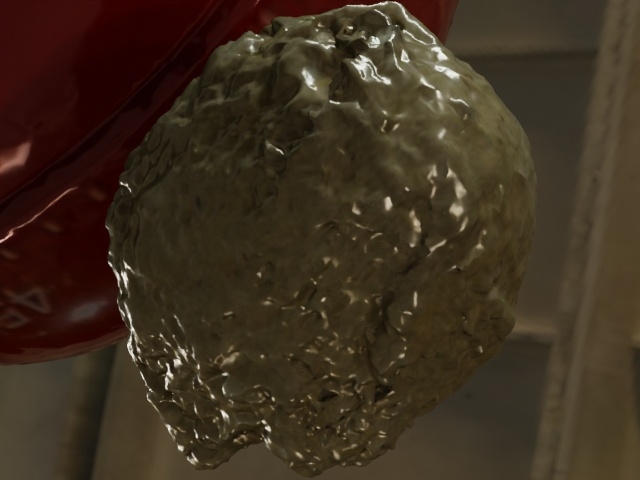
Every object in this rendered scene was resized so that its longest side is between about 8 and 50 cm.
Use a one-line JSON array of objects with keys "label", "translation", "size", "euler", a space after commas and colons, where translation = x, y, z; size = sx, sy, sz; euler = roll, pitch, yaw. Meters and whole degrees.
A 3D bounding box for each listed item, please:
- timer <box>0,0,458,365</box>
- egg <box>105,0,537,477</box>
[{"label": "timer", "translation": [-0.118, -0.142, 0.718], "size": [0.378, 0.279, 0.378], "euler": [-22, -133, 27]}, {"label": "egg", "translation": [0.000, 0.000, 0.515], "size": [0.140, 0.116, 0.118], "euler": [-54, -165, 40]}]
